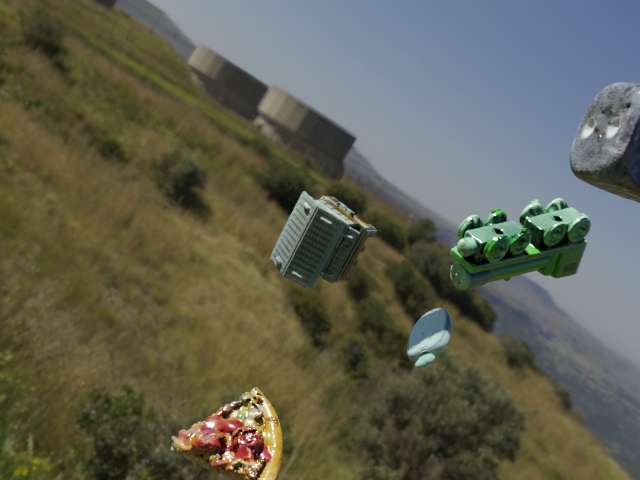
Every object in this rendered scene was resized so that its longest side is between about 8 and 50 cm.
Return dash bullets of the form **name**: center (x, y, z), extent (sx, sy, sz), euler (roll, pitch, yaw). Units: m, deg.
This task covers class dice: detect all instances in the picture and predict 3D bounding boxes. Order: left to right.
- **dice**: center (0.561, -0.164, 1.501), extent (0.182, 0.182, 0.183), euler (22, 3, -15)

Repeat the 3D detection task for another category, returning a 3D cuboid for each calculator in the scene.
- **calculator**: center (0.207, 0.185, 1.646), extent (0.021, 0.095, 0.153), euler (51, 34, -19)

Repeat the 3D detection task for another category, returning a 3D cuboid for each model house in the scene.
- **model house**: center (0.000, 0.000, 2.389), extent (0.198, 0.224, 0.215), euler (39, 21, 28)

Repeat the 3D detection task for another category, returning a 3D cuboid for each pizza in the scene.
- **pizza**: center (-0.157, 0.347, 1.476), extent (0.193, 0.053, 0.201), euler (-8, 53, -16)

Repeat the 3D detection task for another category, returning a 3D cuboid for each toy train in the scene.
- **toy train**: center (0.297, 0.012, 1.283), extent (0.251, 0.119, 0.085), euler (-11, 38, -28)
